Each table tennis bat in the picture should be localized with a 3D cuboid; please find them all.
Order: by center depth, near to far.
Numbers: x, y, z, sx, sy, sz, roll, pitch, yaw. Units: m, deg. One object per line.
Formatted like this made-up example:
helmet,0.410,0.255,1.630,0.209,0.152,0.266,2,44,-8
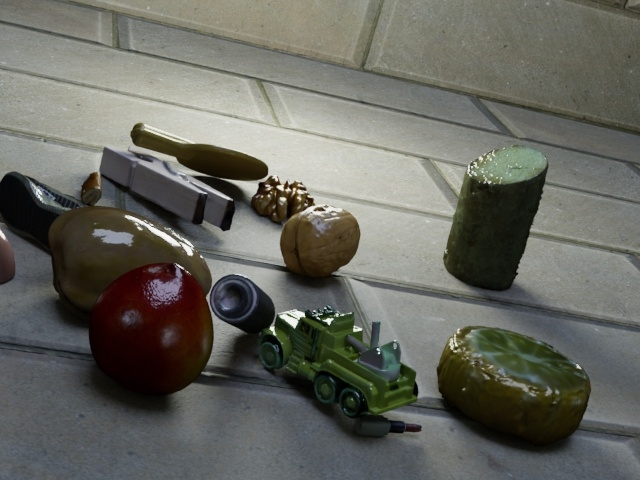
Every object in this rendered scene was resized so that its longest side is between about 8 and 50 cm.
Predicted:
table tennis bat,-0.258,-0.181,2.262,0.320,0.050,0.198,18,-14,-32

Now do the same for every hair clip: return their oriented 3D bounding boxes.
hair clip,-0.317,-0.110,2.139,0.330,0.085,0.101,25,20,36

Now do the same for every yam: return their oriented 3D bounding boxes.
yam,0.364,-0.048,2.222,0.168,0.304,0.168,8,30,-4

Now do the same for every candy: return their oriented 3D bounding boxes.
candy,0.318,0.233,1.748,0.259,0.118,0.260,16,16,-5

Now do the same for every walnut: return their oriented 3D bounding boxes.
walnut,0.000,0.000,2.041,0.144,0.144,0.180,31,34,31
walnut,-0.077,-0.094,2.296,0.143,0.069,0.170,11,25,-14

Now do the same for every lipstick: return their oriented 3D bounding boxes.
lipstick,0.104,0.279,1.587,0.107,0.025,0.025,9,23,-20

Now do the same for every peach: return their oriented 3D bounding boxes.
peach,-0.236,0.119,1.498,0.197,0.197,0.197,15,22,-6

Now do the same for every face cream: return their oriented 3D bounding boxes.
face cream,-0.115,0.104,1.655,0.073,0.073,0.283,19,-7,6

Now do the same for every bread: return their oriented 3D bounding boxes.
bread,-0.447,-0.101,2.077,0.036,0.047,0.083,41,13,-26

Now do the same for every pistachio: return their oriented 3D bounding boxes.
pistachio,-0.306,0.033,1.704,0.260,0.163,0.213,8,57,-27

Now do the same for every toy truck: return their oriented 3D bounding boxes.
toy truck,0.030,0.167,1.632,0.259,0.135,0.128,20,20,41

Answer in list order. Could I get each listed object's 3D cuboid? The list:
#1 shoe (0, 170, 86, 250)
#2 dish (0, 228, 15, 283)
shoe,-0.471,-0.046,1.872,0.227,0.099,0.112,33,19,26
dish,-0.585,0.002,1.662,0.213,0.090,0.213,15,22,-6
